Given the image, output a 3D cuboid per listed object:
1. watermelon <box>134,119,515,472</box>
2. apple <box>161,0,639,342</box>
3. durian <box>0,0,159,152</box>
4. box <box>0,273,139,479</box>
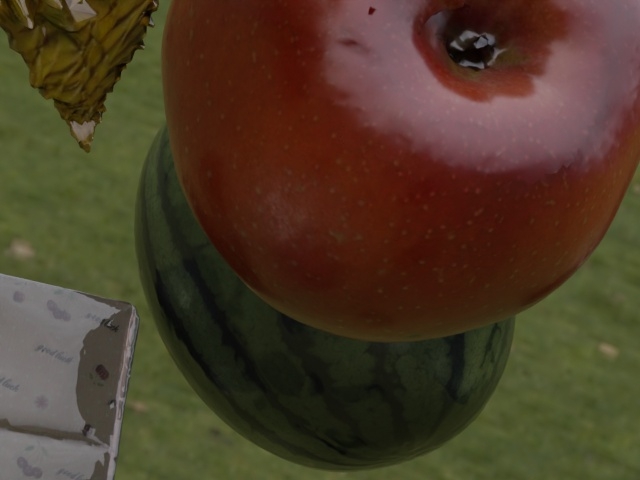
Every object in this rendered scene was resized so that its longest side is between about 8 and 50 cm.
[{"bbox_3d":[0.000,0.000,1.453,0.279,0.279,0.359,3,55,-47],"label":"watermelon"},{"bbox_3d":[0.051,-0.078,0.985,0.260,0.260,0.216,17,-17,-12],"label":"apple"},{"bbox_3d":[-0.100,-0.210,0.773,0.196,0.305,0.185,28,-6,-37],"label":"durian"},{"bbox_3d":[-0.295,0.144,1.410,0.190,0.225,0.297,14,-14,-31],"label":"box"}]
